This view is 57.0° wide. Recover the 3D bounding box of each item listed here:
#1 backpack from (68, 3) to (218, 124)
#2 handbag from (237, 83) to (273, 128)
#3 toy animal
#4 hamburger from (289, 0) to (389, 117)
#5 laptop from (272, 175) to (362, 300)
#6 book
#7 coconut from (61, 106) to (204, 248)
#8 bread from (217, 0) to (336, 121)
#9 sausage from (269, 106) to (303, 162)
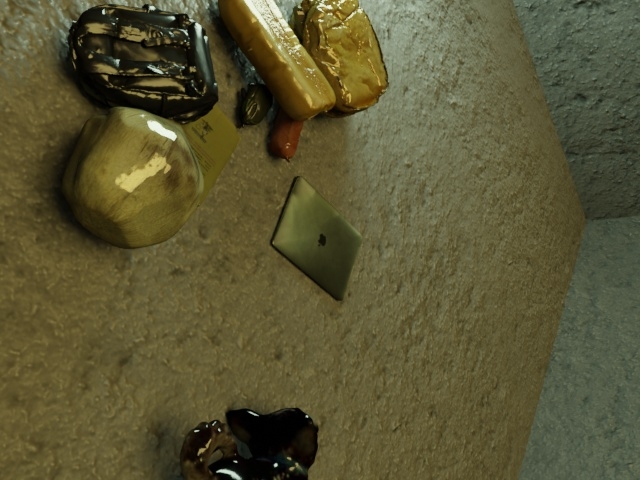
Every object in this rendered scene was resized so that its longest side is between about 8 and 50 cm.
[{"bbox_3d":[-0.287,-0.295,0.977,0.258,0.133,0.206,-2,79,-40],"label":"backpack"},{"bbox_3d":[-0.138,-0.276,1.207,0.072,0.047,0.111,49,50,-40],"label":"handbag"},{"bbox_3d":[-0.104,0.405,1.049,0.344,0.194,0.302,-29,113,-54],"label":"toy animal"},{"bbox_3d":[0.036,-0.429,1.365,0.259,0.145,0.283,-27,109,-46],"label":"hamburger"},{"bbox_3d":[0.000,0.000,1.361,0.269,0.015,0.187,42,55,-39],"label":"laptop"},{"bbox_3d":[-0.238,-0.188,1.102,0.168,0.013,0.192,49,51,-34],"label":"book"},{"bbox_3d":[-0.280,-0.104,0.904,0.224,0.224,0.224,9,79,-49],"label":"coconut"},{"bbox_3d":[-0.092,-0.377,1.202,0.305,0.091,0.142,55,42,-10],"label":"bread"},{"bbox_3d":[-0.069,-0.243,1.277,0.065,0.065,0.169,37,57,-41],"label":"sausage"}]
